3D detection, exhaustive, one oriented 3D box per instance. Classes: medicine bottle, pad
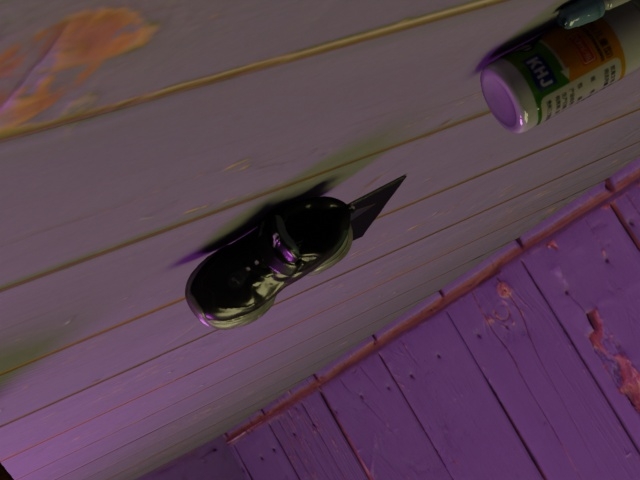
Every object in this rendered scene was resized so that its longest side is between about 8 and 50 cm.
[{"bbox_3d":[0.231,-0.167,1.033,0.220,0.061,0.092,-29,153,-13],"label":"medicine bottle"},{"bbox_3d":[0.000,0.000,1.416,0.163,0.004,0.243,-27,172,-14],"label":"pad"}]

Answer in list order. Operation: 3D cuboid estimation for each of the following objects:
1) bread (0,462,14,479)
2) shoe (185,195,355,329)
[{"bbox_3d":[-0.404,0.273,1.204,0.232,0.135,0.246,-35,171,35],"label":"bread"},{"bbox_3d":[-0.037,0.008,1.125,0.169,0.071,0.099,-31,170,-20],"label":"shoe"}]
